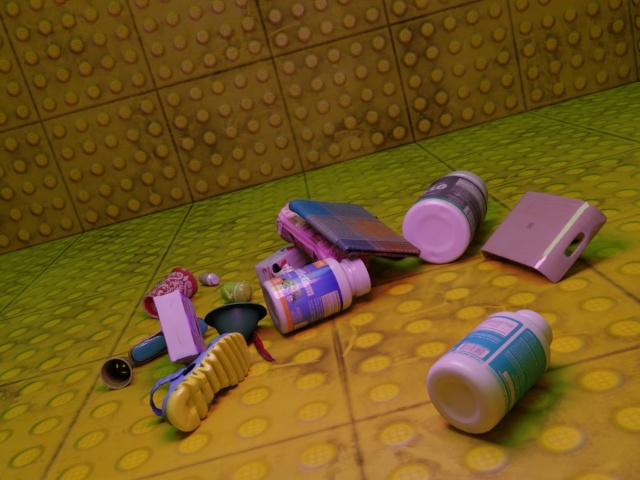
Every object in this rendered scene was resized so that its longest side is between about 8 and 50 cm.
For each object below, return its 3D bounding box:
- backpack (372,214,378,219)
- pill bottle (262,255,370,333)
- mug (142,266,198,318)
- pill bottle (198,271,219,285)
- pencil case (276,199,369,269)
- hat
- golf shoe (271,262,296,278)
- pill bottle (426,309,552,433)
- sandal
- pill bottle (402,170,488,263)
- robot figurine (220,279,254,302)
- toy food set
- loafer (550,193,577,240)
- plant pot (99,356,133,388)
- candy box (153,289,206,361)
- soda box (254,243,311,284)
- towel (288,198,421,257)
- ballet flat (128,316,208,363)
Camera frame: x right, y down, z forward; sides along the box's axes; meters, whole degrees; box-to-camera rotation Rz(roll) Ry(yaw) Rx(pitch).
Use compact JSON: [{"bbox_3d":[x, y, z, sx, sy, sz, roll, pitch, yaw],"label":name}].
[{"bbox_3d":[0.113,-0.045,2.294,0.182,0.152,0.115,-9,22,-23],"label":"backpack"},{"bbox_3d":[-0.008,0.136,1.795,0.272,0.152,0.152,-21,18,-15],"label":"pill bottle"},{"bbox_3d":[-0.504,0.191,2.194,0.113,0.150,0.169,28,36,12],"label":"mug"},{"bbox_3d":[-0.391,0.135,2.324,0.043,0.043,0.083,-28,21,-36],"label":"pill bottle"},{"bbox_3d":[0.000,0.000,2.093,0.167,0.160,0.386,-32,35,-15],"label":"pencil case"},{"bbox_3d":[-0.213,0.275,1.753,0.173,0.183,0.208,-10,-25,-6],"label":"hat"},{"bbox_3d":[-0.095,0.117,2.049,0.067,0.086,0.186,-26,21,-36],"label":"golf shoe"},{"bbox_3d":[0.326,0.226,1.219,0.264,0.146,0.146,-28,21,-38],"label":"pill bottle"},{"bbox_3d":[-0.282,0.314,1.531,0.138,0.126,0.317,-9,16,33],"label":"sandal"},{"bbox_3d":[0.402,-0.086,2.057,0.204,0.204,0.361,-6,18,28],"label":"pill bottle"},{"bbox_3d":[-0.264,0.163,2.081,0.115,0.067,0.101,-1,10,39],"label":"robot figurine"},{"bbox_3d":[0.589,-0.011,1.777,0.219,0.092,0.306,-50,22,-5],"label":"toy food set"},{"bbox_3d":[0.691,-0.088,1.962,0.112,0.111,0.319,-14,17,3],"label":"loafer"},{"bbox_3d":[-0.530,0.340,1.748,0.083,0.083,0.079,-15,5,1],"label":"plant pot"},{"bbox_3d":[-0.349,0.225,1.671,0.070,0.164,0.196,-18,-12,-6],"label":"candy box"},{"bbox_3d":[-0.122,0.075,2.226,0.069,0.074,0.216,-1,22,38],"label":"soda box"},{"bbox_3d":[0.092,-0.036,1.963,0.271,0.040,0.370,3,23,-31],"label":"towel"},{"bbox_3d":[-0.434,0.275,1.867,0.232,0.080,0.073,-21,3,-23],"label":"ballet flat"}]
